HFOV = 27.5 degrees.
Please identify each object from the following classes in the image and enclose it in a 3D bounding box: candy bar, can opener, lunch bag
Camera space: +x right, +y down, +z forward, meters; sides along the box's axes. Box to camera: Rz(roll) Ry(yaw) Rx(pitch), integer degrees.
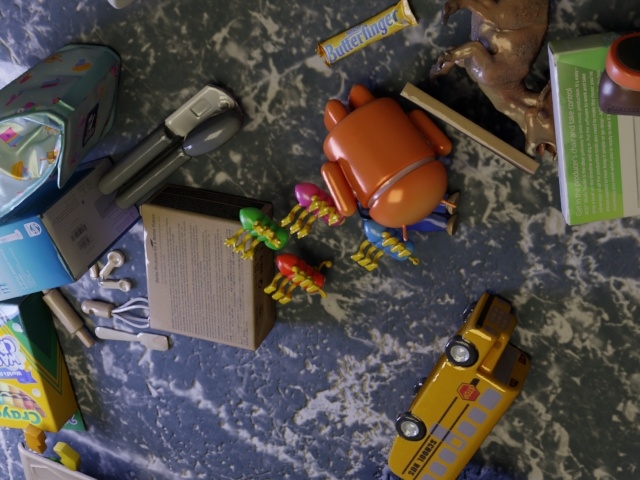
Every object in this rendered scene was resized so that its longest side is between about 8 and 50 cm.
[{"bbox_3d":[0.063,-0.285,1.805,0.162,0.018,0.040,-22,108,32],"label":"candy bar"},{"bbox_3d":[-0.231,-0.136,1.976,0.280,0.093,0.074,-33,114,30],"label":"can opener"},{"bbox_3d":[-0.422,-0.170,1.968,0.262,0.223,0.160,-29,110,33],"label":"lunch bag"}]

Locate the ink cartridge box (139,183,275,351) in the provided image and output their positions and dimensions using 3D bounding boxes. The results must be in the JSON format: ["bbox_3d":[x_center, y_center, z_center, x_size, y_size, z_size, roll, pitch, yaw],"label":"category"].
[{"bbox_3d":[-0.175,0.042,2.068,0.193,0.088,0.234,12,123,19],"label":"ink cartridge box"}]

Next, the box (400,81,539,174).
[{"bbox_3d":[0.199,-0.149,1.742,0.201,0.164,0.021,33,97,3],"label":"box"}]

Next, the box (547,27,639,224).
[{"bbox_3d":[0.450,-0.153,1.610,0.322,0.058,0.232,-8,115,2],"label":"box"}]

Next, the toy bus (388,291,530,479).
[{"bbox_3d":[0.213,0.239,1.997,0.130,0.108,0.332,31,127,4],"label":"toy bus"}]

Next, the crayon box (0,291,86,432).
[{"bbox_3d":[-0.566,0.230,2.365,0.203,0.083,0.322,2,120,24],"label":"crayon box"}]

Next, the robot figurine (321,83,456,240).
[{"bbox_3d":[0.088,-0.108,1.810,0.219,0.158,0.128,54,129,12],"label":"robot figurine"}]

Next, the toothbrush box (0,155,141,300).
[{"bbox_3d":[-0.474,-0.008,2.095,0.296,0.216,0.126,-13,113,29],"label":"toothbrush box"}]

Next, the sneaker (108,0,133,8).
[{"bbox_3d":[-0.288,-0.472,1.811,0.147,0.104,0.295,36,137,20],"label":"sneaker"}]

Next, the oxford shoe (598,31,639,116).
[{"bbox_3d":[0.457,-0.185,1.529,0.272,0.096,0.098,3,143,-5],"label":"oxford shoe"}]

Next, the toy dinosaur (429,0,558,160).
[{"bbox_3d":[0.247,-0.262,1.653,0.200,0.127,0.295,2,117,0],"label":"toy dinosaur"}]

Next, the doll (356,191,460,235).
[{"bbox_3d":[0.106,-0.047,1.911,0.189,0.046,0.129,11,125,18],"label":"doll"}]

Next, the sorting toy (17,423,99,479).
[{"bbox_3d":[-0.461,0.447,2.434,0.229,0.041,0.307,24,144,14],"label":"sorting toy"}]

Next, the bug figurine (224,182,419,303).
[{"bbox_3d":[0.000,0.000,1.917,0.279,0.072,0.216,-21,133,42],"label":"bug figurine"}]

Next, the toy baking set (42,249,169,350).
[{"bbox_3d":[-0.379,0.108,2.237,0.197,0.030,0.256,-22,108,33],"label":"toy baking set"}]
